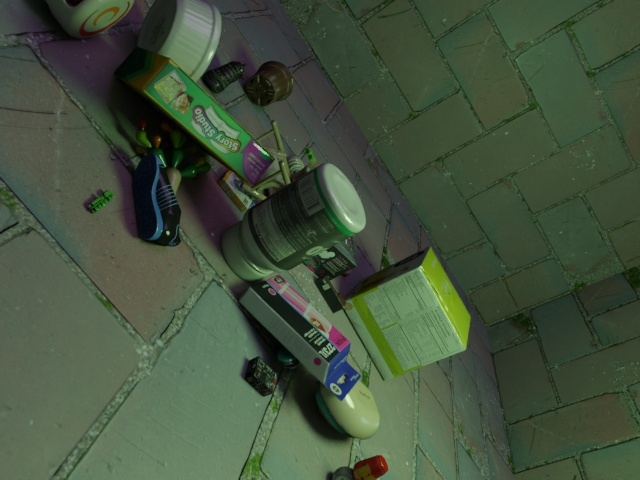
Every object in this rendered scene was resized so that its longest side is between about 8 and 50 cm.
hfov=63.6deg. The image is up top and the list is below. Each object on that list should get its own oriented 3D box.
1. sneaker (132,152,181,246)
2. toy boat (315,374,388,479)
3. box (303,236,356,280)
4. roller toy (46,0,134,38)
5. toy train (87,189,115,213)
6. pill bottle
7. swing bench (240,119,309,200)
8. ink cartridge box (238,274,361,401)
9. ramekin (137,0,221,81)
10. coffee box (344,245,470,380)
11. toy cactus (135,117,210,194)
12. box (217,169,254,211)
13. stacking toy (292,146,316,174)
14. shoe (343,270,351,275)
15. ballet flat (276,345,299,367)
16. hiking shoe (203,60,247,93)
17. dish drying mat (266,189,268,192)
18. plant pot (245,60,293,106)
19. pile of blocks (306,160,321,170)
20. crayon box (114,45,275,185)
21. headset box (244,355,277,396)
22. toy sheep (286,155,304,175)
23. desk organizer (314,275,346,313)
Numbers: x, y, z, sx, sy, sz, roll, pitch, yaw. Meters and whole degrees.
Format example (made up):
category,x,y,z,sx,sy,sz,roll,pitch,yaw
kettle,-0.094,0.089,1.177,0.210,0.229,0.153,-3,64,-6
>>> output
category,x,y,z,sx,sy,sz,roll,pitch,yaw
sneaker,-0.375,-0.091,1.203,0.090,0.082,0.232,31,44,-56
toy boat,0.070,0.506,1.393,0.267,0.148,0.318,47,18,-42
box,0.000,0.000,1.805,0.247,0.142,0.163,44,28,-37
roller toy,-0.563,-0.598,1.234,0.146,0.209,0.191,55,43,-13
toy train,-0.461,-0.082,1.082,0.024,0.017,0.083,44,26,-14
pill bottle,-0.078,-0.038,1.393,0.204,0.361,0.204,46,27,-32
swing bench,-0.139,-0.205,1.694,0.254,0.165,0.253,51,16,-42
ink cartridge box,-0.036,0.249,1.380,0.371,0.069,0.176,44,20,11
ramekin,-0.411,-0.575,1.464,0.127,0.273,0.272,18,47,-45
coffee box,0.337,0.265,1.960,0.338,0.335,0.338,61,22,-2
toy cactus,-0.382,-0.196,1.310,0.219,0.112,0.180,35,53,-52
box,-0.255,-0.148,1.588,0.136,0.028,0.081,55,23,-21
stacking toy,-0.062,-0.204,1.880,0.052,0.167,0.221,11,53,-63
shoe,0.063,0.049,1.991,0.219,0.058,0.076,51,24,-23
ballet flat,-0.072,0.303,1.396,0.074,0.074,0.203,57,18,-11
hiking shoe,-0.332,-0.596,1.831,0.086,0.114,0.226,52,24,-20
dish drying mat,-0.165,-0.149,1.803,0.083,0.008,0.032,64,21,6
plant pot,-0.214,-0.624,2.080,0.166,0.167,0.165,55,30,-15
pile of blocks,0.006,-0.154,2.013,0.149,0.112,0.361,7,48,-25
crayon box,-0.327,-0.326,1.343,0.363,0.106,0.313,41,-4,-39
headset box,-0.141,0.333,1.255,0.083,0.032,0.062,51,25,-25
toy sheep,-0.103,-0.279,1.992,0.091,0.091,0.132,37,14,-45
desk organizer,0.036,0.182,1.796,0.130,0.047,0.050,59,20,-6
